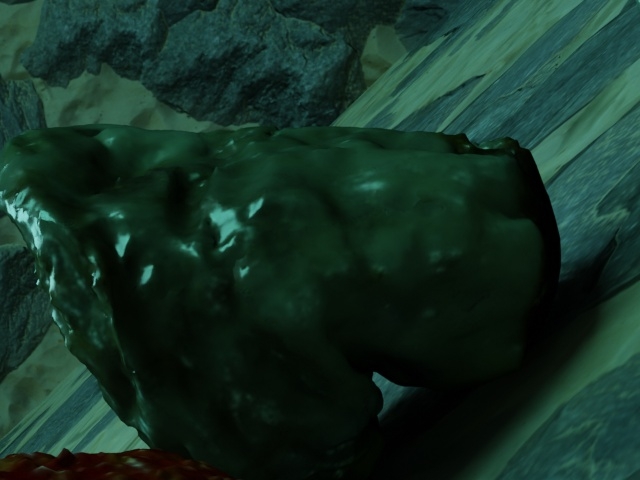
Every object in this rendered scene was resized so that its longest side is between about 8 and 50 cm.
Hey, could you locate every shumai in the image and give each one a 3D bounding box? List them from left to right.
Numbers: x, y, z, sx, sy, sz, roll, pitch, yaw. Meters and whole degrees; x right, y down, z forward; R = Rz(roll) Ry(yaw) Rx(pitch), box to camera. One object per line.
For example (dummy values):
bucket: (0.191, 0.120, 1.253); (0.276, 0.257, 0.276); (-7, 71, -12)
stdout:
shumai: (0.000, 0.000, 0.921); (0.263, 0.304, 0.309); (-33, 11, 7)

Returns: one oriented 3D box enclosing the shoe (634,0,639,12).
shoe: (0.283, -0.218, 1.262); (0.079, 0.078, 0.195); (-42, 12, 29)

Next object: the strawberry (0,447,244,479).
strawberry: (-0.097, 0.188, 0.563); (0.277, 0.257, 0.257); (-39, 2, -40)
